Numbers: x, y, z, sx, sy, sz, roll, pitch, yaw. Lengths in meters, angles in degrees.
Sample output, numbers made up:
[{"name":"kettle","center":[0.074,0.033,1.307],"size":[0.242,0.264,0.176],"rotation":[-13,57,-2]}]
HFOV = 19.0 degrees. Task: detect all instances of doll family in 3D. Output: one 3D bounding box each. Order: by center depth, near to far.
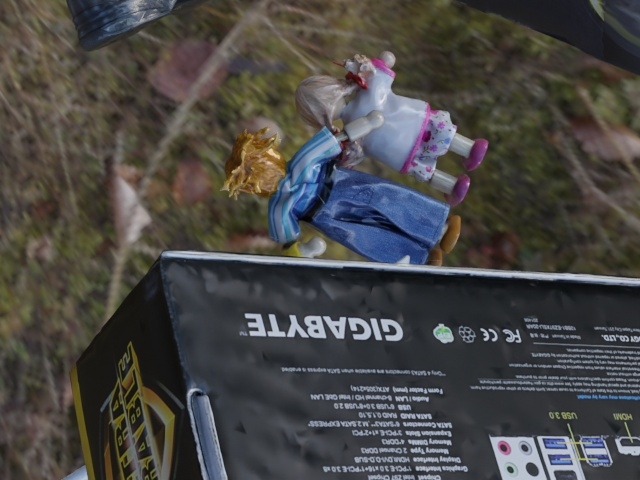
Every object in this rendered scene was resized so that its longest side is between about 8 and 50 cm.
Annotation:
[{"name":"doll family","center":[0.000,0.000,1.303],"size":[0.163,0.118,0.263],"rotation":[23,103,-9]}]

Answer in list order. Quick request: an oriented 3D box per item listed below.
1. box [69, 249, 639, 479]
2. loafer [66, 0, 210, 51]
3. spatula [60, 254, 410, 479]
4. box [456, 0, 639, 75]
[{"name":"box","center":[0.099,0.135,0.603],"size":[0.322,0.257,0.079],"rotation":[3,147,-31]},{"name":"loafer","center":[-0.098,-0.177,1.235],"size":[0.170,0.062,0.061],"rotation":[-30,97,-48]},{"name":"spatula","center":[-0.048,0.108,1.054],"size":[0.242,0.019,0.168],"rotation":[-32,159,-13]},{"name":"box","center":[0.197,-0.176,0.808],"size":[0.395,0.318,0.097],"rotation":[-16,122,-32]}]
